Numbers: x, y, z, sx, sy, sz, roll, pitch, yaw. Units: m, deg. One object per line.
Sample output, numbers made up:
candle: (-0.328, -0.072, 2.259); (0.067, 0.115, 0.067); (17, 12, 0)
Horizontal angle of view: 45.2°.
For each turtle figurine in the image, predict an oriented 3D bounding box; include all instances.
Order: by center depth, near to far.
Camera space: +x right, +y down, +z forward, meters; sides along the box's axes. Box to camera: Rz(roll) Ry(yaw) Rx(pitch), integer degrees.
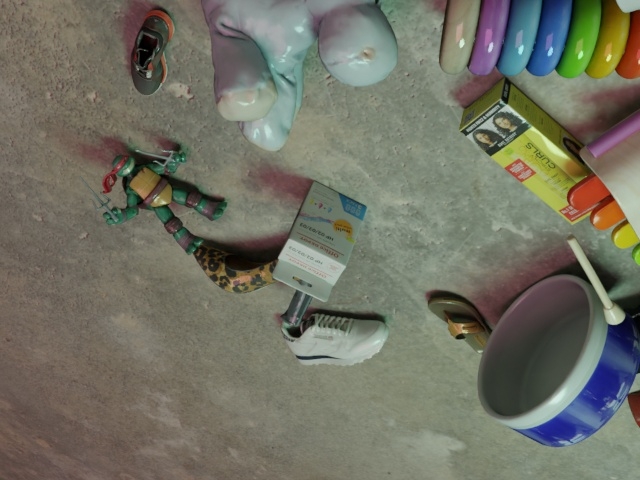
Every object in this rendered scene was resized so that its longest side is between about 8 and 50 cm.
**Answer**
turtle figurine: (-0.290, -0.088, 1.350); (0.234, 0.118, 0.175); (38, 96, -20)

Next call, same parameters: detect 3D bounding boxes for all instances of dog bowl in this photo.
dog bowl: (0.380, 0.193, 1.245); (0.104, 0.265, 0.265); (31, 138, -14)

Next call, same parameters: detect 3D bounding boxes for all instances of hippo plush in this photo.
hippo plush: (-0.017, -0.281, 1.000); (0.236, 0.234, 0.294); (-14, 87, 12)

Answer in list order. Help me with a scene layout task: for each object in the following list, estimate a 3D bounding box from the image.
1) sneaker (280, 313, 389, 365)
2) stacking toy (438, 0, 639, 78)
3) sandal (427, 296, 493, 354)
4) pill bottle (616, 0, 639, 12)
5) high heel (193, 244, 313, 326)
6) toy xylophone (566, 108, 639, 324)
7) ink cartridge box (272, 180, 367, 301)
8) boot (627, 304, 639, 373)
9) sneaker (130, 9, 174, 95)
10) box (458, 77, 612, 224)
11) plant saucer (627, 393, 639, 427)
sneaker: (0.025, 0.189, 1.533); (0.235, 0.090, 0.095); (-14, 118, 32)
stacking toy: (0.315, -0.251, 0.920); (0.330, 0.141, 0.141); (8, 138, 5)
sandal: (0.268, 0.165, 1.426); (0.072, 0.049, 0.180); (-24, 122, 39)
pill bottle: (0.427, -0.330, 0.747); (0.283, 0.161, 0.161); (-11, 129, 32)
high heel: (-0.110, 0.023, 1.437); (0.261, 0.093, 0.186); (30, 117, 9)
toy xylophone: (0.455, -0.021, 1.060); (0.236, 0.081, 0.323); (-29, 123, 7)
ink cartridge box: (0.000, 0.000, 1.263); (0.104, 0.181, 0.061); (26, 139, -5)
boot: (0.515, 0.196, 1.197); (0.094, 0.207, 0.246); (38, 121, -12)
sneaker: (-0.269, -0.276, 1.172); (0.061, 0.065, 0.158); (23, 139, -2)
box: (0.311, -0.123, 1.093); (0.232, 0.058, 0.087); (36, 135, -17)
plant saucer: (0.704, 0.383, 1.366); (0.258, 0.048, 0.259); (54, 149, -8)
